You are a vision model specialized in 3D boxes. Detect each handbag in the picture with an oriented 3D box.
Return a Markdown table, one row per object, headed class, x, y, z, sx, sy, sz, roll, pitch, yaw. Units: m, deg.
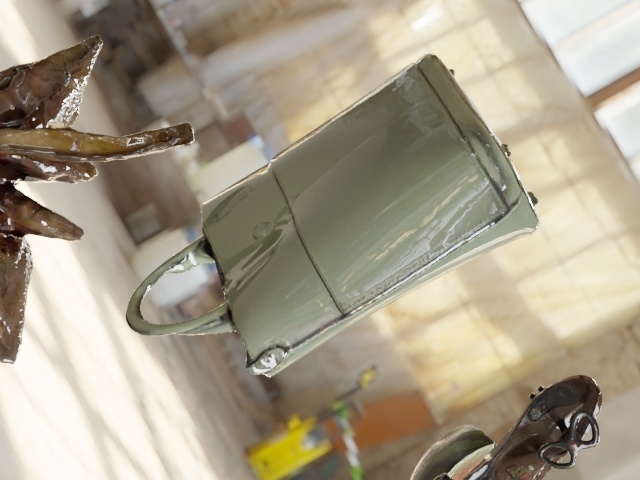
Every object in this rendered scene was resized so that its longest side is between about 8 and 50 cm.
| class | x | y | z | sx | sy | sz | roll | pitch | yaw |
| --- | --- | --- | --- | --- | --- | --- | --- | --- | --- |
| handbag | 0.000 | 0.000 | 1.293 | 0.109 | 0.315 | 0.241 | 53 | 7 | -30 |

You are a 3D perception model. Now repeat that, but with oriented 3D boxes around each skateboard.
| class | x | y | z | sx | sy | sz | roll | pitch | yaw |
| --- | --- | --- | --- | --- | --- | --- | --- | --- | --- |
| skateboard | 0.152 | 0.162 | 1.246 | 0.067 | 0.151 | 0.080 | 40 | 7 | -10 |

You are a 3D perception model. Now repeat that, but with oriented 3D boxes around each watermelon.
| class | x | y | z | sx | sy | sz | roll | pitch | yaw |
| --- | --- | --- | --- | --- | --- | --- | --- | --- | --- |
| watermelon | 0.135 | 0.260 | 1.728 | 0.094 | 0.135 | 0.125 | 38 | -18 | -13 |

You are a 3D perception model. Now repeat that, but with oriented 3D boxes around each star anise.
| class | x | y | z | sx | sy | sz | roll | pitch | yaw |
| --- | --- | --- | --- | --- | --- | --- | --- | --- | --- |
| star anise | -0.299 | -0.061 | 1.434 | 0.349 | 0.292 | 0.109 | 24 | 6 | 16 |
